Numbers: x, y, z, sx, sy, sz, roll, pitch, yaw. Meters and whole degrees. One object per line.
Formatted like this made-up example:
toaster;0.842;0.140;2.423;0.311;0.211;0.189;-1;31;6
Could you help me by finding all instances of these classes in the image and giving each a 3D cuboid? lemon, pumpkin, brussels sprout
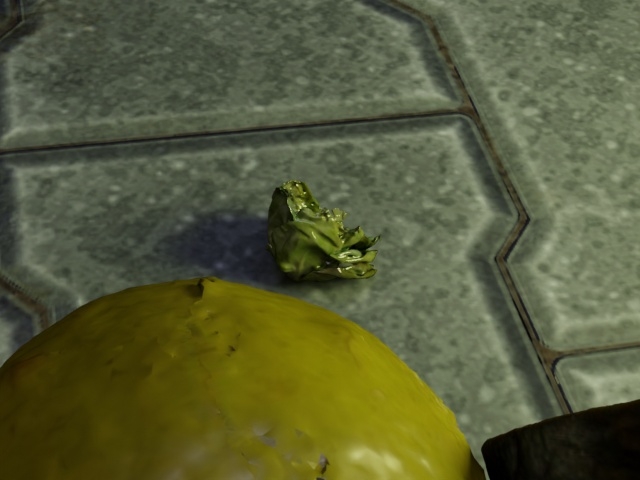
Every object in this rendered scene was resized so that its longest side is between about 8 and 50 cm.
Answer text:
lemon;-0.044;0.145;0.563;0.260;0.261;0.284;12;29;7
pumpkin;0.146;0.176;0.595;0.111;0.278;0.163;-9;67;26
brussels sprout;0.000;0.000;0.867;0.085;0.058;0.085;18;12;-4
